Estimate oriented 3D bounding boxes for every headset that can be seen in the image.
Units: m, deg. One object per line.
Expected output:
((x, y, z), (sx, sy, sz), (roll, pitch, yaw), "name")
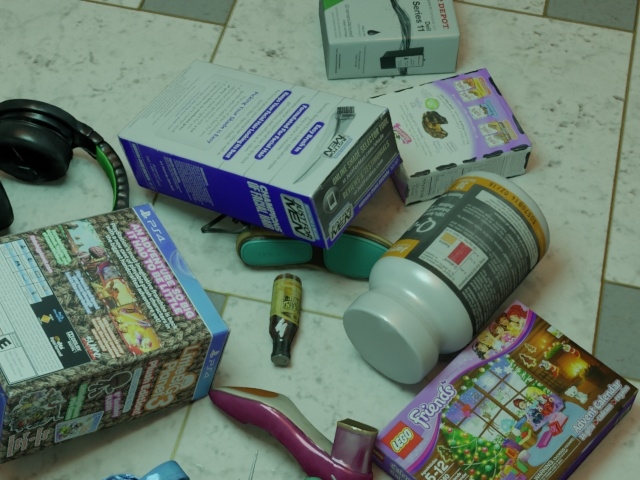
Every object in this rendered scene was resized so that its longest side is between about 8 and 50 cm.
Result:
((-0.455, -0.095, 1.748), (0.394, 0.185, 0.243), (38, 65, 6), "headset")

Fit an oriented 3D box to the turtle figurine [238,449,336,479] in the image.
((-0.009, 0.358, 1.416), (0.175, 0.118, 0.234), (-9, 70, 14), "turtle figurine")

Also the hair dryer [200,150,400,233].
((-0.030, -0.089, 1.746), (0.293, 0.080, 0.223), (-16, 44, 3), "hair dryer")

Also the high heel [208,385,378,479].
((-0.043, 0.259, 1.530), (0.244, 0.082, 0.117), (14, 94, 21), "high heel")

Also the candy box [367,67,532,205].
((0.186, -0.155, 1.814), (0.196, 0.070, 0.165), (-15, 56, -12), "candy box")

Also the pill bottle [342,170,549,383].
((0.165, 0.048, 1.613), (0.162, 0.162, 0.278), (34, 60, 21), "pill bottle")

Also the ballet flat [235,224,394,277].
((0.000, 0.000, 1.700), (0.232, 0.080, 0.073), (6, 35, 1), "ballet flat")

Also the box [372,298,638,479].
((0.232, 0.232, 1.545), (0.201, 0.057, 0.293), (37, 62, 24), "box")

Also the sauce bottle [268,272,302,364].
((-0.048, 0.106, 1.642), (0.042, 0.042, 0.128), (2, 56, 1), "sauce bottle")

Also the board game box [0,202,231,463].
((-0.302, 0.107, 1.530), (0.291, 0.141, 0.232), (-15, 54, -31), "board game box")

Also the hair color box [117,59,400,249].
((-0.085, -0.124, 1.665), (0.339, 0.110, 0.185), (18, 53, 33), "hair color box")

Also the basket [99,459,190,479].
((-0.250, 0.365, 1.298), (0.255, 0.289, 0.201), (-31, 68, -26), "basket")

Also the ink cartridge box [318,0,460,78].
((0.107, -0.341, 1.935), (0.208, 0.087, 0.153), (-4, 55, -5), "ink cartridge box")
